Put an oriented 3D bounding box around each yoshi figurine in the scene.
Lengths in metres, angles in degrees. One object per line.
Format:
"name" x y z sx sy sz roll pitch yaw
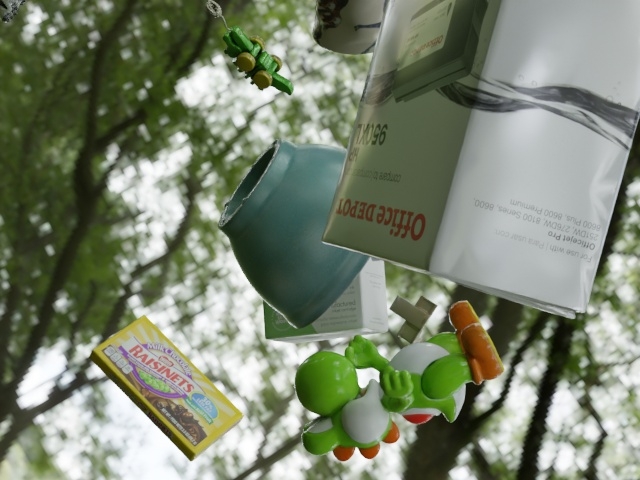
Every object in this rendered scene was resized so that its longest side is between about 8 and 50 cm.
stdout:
"yoshi figurine" 0.107 0.219 2.240 0.203 0.362 0.203 63 5 30

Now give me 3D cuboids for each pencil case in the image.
"pencil case" 0.052 -0.493 2.192 0.183 0.160 0.410 27 -41 32

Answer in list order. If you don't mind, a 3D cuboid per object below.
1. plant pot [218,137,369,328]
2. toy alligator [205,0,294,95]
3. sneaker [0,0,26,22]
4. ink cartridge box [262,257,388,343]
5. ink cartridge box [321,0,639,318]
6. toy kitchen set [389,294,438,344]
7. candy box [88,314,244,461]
"plant pot" -0.035 -0.038 2.098 0.196 0.293 0.293 36 -20 -13
"toy alligator" -0.117 -0.281 2.015 0.189 0.056 0.051 44 -47 -19
"sneaker" -0.463 -0.450 2.058 0.106 0.078 0.234 37 -63 -10
"ink cartridge box" 0.000 0.000 2.447 0.207 0.119 0.353 -9 -102 25
"ink cartridge box" 0.164 -0.151 1.249 0.285 0.166 0.395 -164 -91 -71
"toy kitchen set" 0.160 0.133 2.372 0.068 0.083 0.075 33 2 13
"candy box" -0.212 0.201 1.849 0.206 0.105 0.027 43 -45 12
